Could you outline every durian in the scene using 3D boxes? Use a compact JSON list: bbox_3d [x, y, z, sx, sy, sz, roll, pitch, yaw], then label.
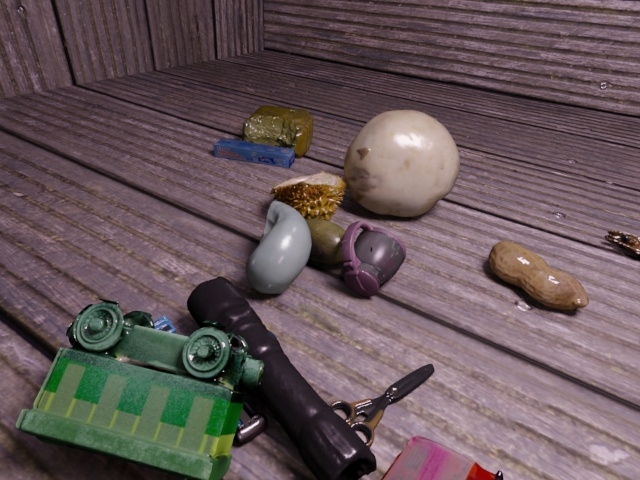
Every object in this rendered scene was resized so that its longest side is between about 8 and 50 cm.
[{"bbox_3d":[-0.028,-0.110,1.125,0.183,0.137,0.249,-18,16,23],"label":"durian"}]

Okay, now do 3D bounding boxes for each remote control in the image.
[{"bbox_3d":[-0.164,0.234,0.679,0.059,0.028,0.212,-25,43,-35],"label":"remote control"}]

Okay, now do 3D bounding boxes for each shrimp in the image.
[{"bbox_3d":[0.895,0.026,1.083,0.296,0.058,0.169,27,33,26],"label":"shrimp"}]

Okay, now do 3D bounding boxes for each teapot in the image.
[{"bbox_3d":[0.109,0.040,0.904,0.116,0.148,0.146,15,48,23],"label":"teapot"}]

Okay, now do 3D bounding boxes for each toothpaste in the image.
[{"bbox_3d":[-0.227,-0.301,1.463,0.273,0.053,0.066,11,38,9],"label":"toothpaste"}]

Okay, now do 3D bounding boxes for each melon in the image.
[{"bbox_3d":[0.000,0.000,0.984,0.162,0.099,0.099,22,37,34],"label":"melon"}]

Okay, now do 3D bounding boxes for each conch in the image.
[{"bbox_3d":[-0.093,0.017,0.911,0.121,0.185,0.221,38,38,-26],"label":"conch"}]

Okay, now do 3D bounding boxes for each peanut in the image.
[{"bbox_3d":[0.470,0.077,0.930,0.104,0.085,0.228,-8,35,-35],"label":"peanut"}]

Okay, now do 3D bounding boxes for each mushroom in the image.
[{"bbox_3d":[0.214,-0.220,1.218,0.315,0.314,0.336,-2,13,-8],"label":"mushroom"}]

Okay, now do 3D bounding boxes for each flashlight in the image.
[{"bbox_3d":[-0.080,0.202,0.668,0.103,0.103,0.424,-22,42,-33],"label":"flashlight"}]

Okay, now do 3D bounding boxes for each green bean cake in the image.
[{"bbox_3d":[-0.151,-0.404,1.559,0.236,0.124,0.233,8,34,5],"label":"green bean cake"}]

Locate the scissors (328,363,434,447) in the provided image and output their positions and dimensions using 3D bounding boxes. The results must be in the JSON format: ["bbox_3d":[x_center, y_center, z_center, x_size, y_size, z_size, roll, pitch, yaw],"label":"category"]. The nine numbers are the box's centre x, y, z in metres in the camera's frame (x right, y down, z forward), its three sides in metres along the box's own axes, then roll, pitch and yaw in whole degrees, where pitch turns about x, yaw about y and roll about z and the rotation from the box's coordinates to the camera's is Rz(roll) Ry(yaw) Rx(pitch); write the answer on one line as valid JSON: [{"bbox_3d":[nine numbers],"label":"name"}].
[{"bbox_3d":[0.111,0.254,0.688,0.220,0.017,0.088,-20,40,-32],"label":"scissors"}]

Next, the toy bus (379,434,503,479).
[{"bbox_3d":[0.083,0.357,0.434,0.147,0.127,0.303,23,40,35],"label":"toy bus"}]

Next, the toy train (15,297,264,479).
[{"bbox_3d":[-0.232,0.200,0.588,0.301,0.120,0.202,10,68,9],"label":"toy train"}]

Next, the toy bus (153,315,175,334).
[{"bbox_3d":[-0.269,0.170,0.718,0.046,0.083,0.038,38,45,24],"label":"toy bus"}]
